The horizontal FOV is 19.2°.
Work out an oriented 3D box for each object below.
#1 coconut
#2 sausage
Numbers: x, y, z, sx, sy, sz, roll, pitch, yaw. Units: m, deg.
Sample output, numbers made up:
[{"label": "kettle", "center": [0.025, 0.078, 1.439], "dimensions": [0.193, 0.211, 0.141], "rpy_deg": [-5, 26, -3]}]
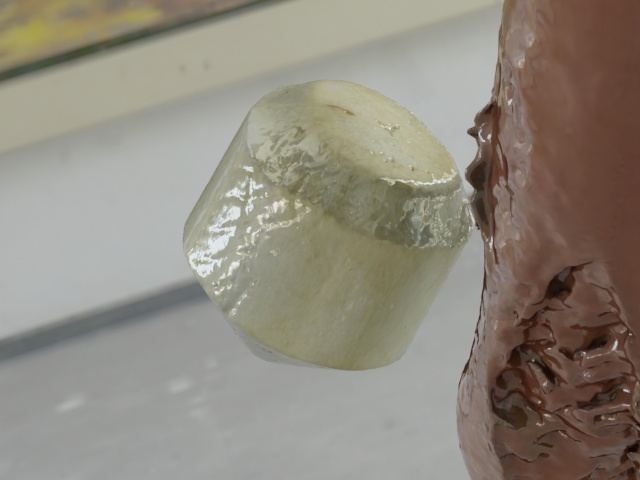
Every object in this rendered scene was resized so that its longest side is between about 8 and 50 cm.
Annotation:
[{"label": "coconut", "center": [0.000, 0.000, 1.427], "dimensions": [0.202, 0.202, 0.222], "rpy_deg": [-34, -24, -58]}, {"label": "sausage", "center": [0.074, -0.031, 0.451], "dimensions": [0.079, 0.327, 0.087], "rpy_deg": [-7, 42, -8]}]
